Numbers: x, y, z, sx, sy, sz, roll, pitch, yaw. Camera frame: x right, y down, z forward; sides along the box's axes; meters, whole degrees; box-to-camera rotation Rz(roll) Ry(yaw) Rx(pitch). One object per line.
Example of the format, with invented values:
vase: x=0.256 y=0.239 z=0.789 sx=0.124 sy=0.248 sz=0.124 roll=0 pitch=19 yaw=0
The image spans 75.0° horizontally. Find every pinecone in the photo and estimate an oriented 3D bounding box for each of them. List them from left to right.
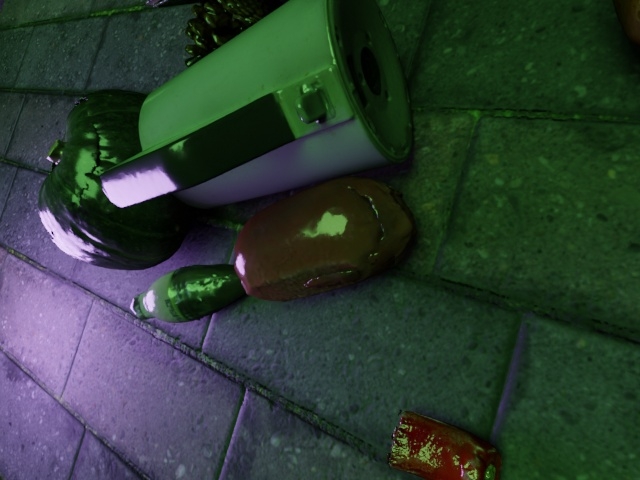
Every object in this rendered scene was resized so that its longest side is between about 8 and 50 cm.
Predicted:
pinecone: x=-0.157 y=-0.364 z=0.768 sx=0.212 sy=0.185 sz=0.169 roll=-20 pitch=89 yaw=45

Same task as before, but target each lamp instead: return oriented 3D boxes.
lamp: x=-0.231 y=0.093 z=0.752 sx=0.250 sy=0.101 sz=0.101 roll=-18 pitch=69 yaw=14

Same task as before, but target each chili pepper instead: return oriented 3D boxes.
chili pepper: x=0.148 y=0.259 z=0.498 sx=0.123 sy=0.073 sz=0.071 roll=9 pitch=125 yaw=35

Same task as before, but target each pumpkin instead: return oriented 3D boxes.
pumpkin: x=-0.372 y=-0.114 z=0.794 sx=0.291 sy=0.257 sz=0.328 roll=-25 pitch=56 yaw=42

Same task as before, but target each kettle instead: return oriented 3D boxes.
kettle: x=-0.097 y=-0.162 z=0.600 sx=0.376 sy=0.250 sz=0.361 roll=-11 pitch=28 yaw=32

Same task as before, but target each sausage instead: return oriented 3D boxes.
sausage: x=0.000 y=0.000 z=0.601 sx=0.279 sy=0.152 sz=0.152 roll=-18 pitch=70 yaw=27

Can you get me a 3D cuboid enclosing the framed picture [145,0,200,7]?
framed picture: x=-0.136 y=-0.473 z=0.756 sx=0.232 sy=0.296 sz=0.019 roll=-4 pitch=118 yaw=31

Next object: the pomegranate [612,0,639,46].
pomegranate: x=0.391 y=-0.277 z=0.402 sx=0.215 sy=0.215 sz=0.216 roll=-8 pitch=75 yaw=30
